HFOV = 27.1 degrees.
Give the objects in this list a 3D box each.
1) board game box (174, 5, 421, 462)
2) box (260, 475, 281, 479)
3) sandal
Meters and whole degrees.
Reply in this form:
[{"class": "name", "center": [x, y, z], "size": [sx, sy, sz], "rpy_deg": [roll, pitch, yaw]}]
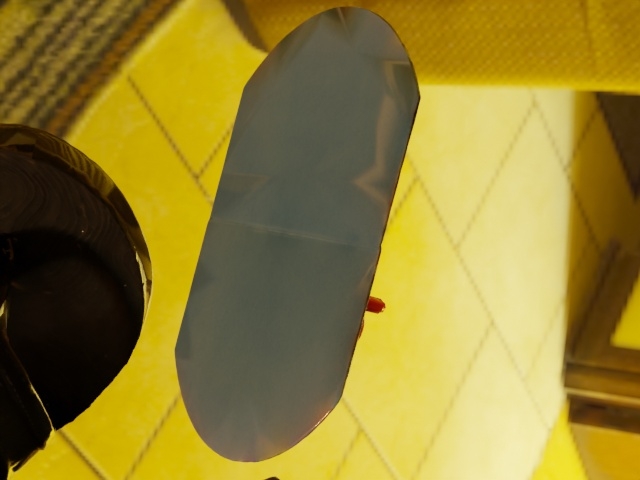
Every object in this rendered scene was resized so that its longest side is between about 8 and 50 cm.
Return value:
[{"class": "board game box", "center": [0.000, 0.000, 0.486], "size": [0.033, 0.133, 0.169], "rpy_deg": [16, 87, -29]}, {"class": "box", "center": [-0.165, 0.465, 0.841], "size": [0.471, 0.297, 0.480], "rpy_deg": [-10, 108, -28]}, {"class": "sandal", "center": [-0.233, 0.110, 0.814], "size": [0.167, 0.446, 0.107], "rpy_deg": [24, 41, -16]}]
